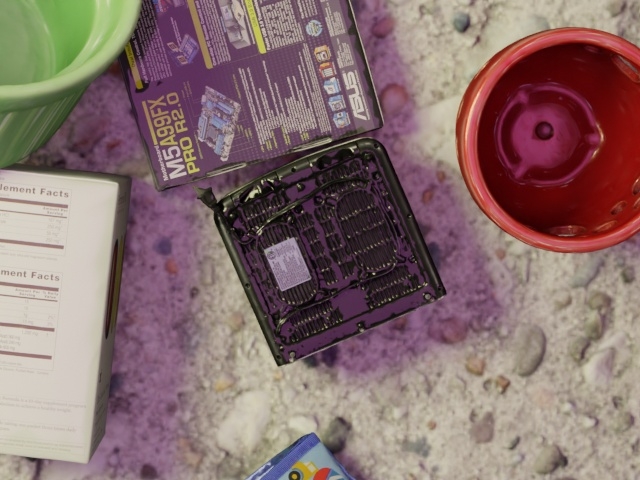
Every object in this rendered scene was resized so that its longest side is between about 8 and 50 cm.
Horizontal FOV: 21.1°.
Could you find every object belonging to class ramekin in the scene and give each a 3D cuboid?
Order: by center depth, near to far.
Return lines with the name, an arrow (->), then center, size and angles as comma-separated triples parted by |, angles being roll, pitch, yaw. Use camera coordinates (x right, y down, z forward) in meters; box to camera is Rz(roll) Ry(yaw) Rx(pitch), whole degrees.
ramekin -> -0.313, -0.200, 1.419 | 0.303, 0.148, 0.303 | 15, 52, -20

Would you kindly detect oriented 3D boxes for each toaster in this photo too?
toaster -> 0.000, 0.000, 1.535 | 0.168, 0.110, 0.186 | -24, 96, -1

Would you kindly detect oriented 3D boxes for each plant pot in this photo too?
plant pot -> 0.208, -0.089, 1.505 | 0.191, 0.174, 0.191 | 0, 94, -3

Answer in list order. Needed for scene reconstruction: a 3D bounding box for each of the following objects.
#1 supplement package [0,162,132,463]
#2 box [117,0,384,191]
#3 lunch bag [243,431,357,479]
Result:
supplement package -> -0.249, 0.058, 1.514 | 0.134, 0.139, 0.244 | 6, 95, -2
box -> -0.081, -0.201, 1.541 | 0.216, 0.060, 0.270 | -17, 95, 0
lunch bag -> -0.035, 0.335, 1.569 | 0.293, 0.138, 0.221 | -40, 94, -11
